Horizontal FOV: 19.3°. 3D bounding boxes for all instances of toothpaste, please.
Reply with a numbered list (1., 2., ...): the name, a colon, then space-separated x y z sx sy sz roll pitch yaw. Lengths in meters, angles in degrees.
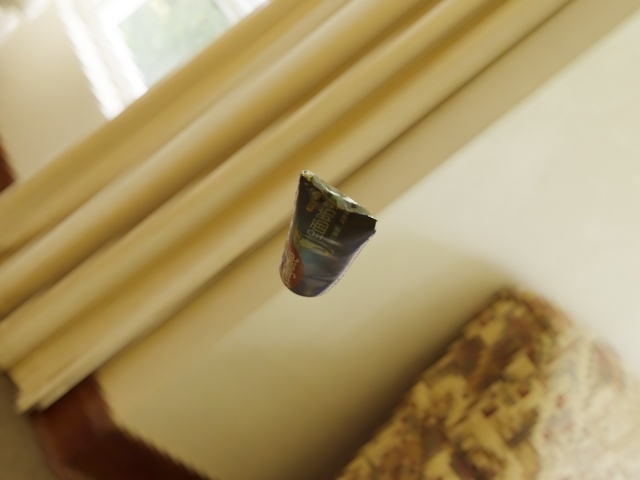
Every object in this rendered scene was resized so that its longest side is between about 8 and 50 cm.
1. toothpaste: 0.000 0.000 0.555 0.027 0.019 0.083 34 -19 3
